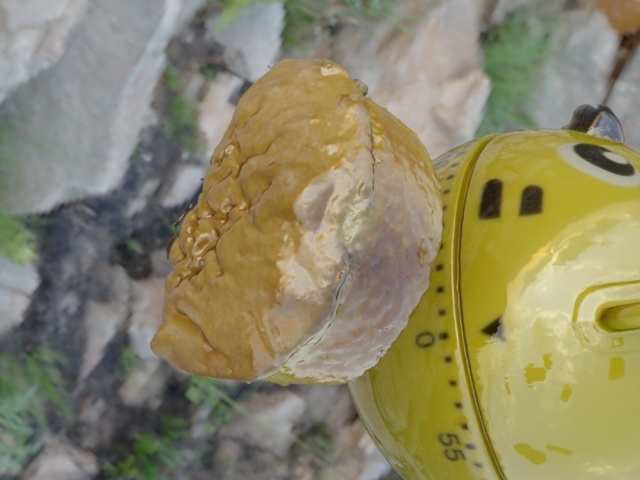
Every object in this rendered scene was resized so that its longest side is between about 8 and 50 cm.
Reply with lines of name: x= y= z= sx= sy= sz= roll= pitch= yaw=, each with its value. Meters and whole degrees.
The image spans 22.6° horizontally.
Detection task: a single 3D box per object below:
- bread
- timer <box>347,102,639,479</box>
bread: x=0.000 y=0.000 z=1.056 sx=0.143 sy=0.139 sz=0.229 roll=21 pitch=89 yaw=-42
timer: x=0.221 y=0.063 z=1.303 sx=0.376 sy=0.387 sz=0.376 roll=33 pitch=51 yaw=-53
